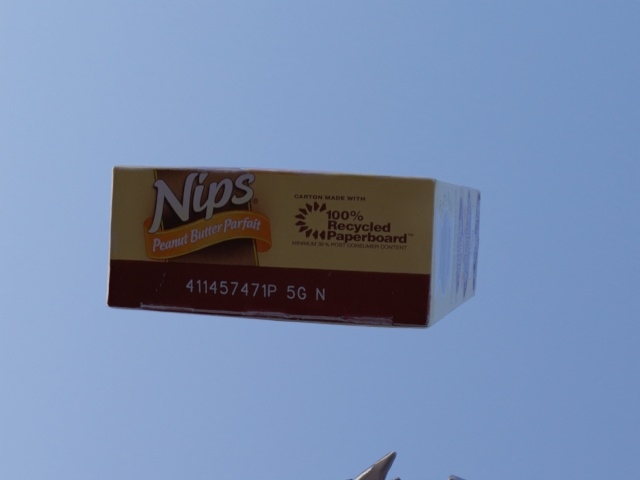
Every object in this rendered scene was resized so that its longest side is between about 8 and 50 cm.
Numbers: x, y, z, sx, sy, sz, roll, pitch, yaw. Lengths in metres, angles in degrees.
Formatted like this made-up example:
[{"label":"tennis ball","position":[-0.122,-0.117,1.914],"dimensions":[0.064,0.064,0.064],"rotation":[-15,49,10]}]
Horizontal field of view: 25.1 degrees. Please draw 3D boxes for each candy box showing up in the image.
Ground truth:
[{"label":"candy box","position":[0.000,0.000,0.922],"dimensions":[0.183,0.316,0.087],"rotation":[4,-89,10]}]

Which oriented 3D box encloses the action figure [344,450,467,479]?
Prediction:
[{"label":"action figure","position":[0.048,0.169,0.614],"dimensions":[0.185,0.285,0.099],"rotation":[-37,-122,30]}]
